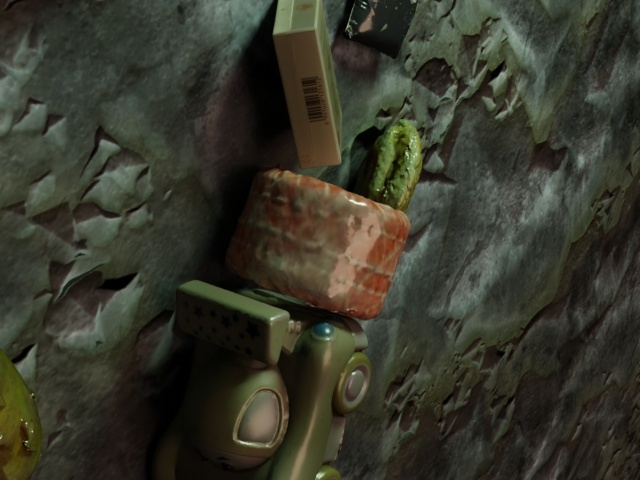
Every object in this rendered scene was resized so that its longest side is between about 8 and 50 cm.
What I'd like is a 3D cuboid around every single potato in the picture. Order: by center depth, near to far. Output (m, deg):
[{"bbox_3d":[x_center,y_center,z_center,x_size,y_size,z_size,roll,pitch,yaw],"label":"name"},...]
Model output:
[{"bbox_3d":[-0.387,0.168,1.040,0.298,0.141,0.176,54,51,-49],"label":"potato"}]

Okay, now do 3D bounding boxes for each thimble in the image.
[{"bbox_3d":[0.000,0.000,1.416,0.239,0.239,0.162,17,93,-55],"label":"thimble"}]

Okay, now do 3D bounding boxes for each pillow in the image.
[{"bbox_3d":[0.103,-0.379,1.540,0.141,0.055,0.208,11,95,-46],"label":"pillow"}]

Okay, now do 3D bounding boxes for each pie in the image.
[{"bbox_3d":[0.091,-0.065,1.596,0.201,0.089,0.248,-73,180,-84],"label":"pie"}]

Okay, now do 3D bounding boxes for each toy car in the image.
[{"bbox_3d":[-0.097,0.236,1.374,0.226,0.242,0.336,13,93,-57],"label":"toy car"}]

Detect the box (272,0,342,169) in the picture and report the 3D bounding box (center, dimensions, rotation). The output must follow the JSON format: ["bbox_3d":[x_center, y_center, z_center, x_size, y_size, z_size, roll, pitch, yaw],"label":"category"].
[{"bbox_3d":[-0.014,-0.214,1.390,0.141,0.058,0.201,-88,168,-53],"label":"box"}]
